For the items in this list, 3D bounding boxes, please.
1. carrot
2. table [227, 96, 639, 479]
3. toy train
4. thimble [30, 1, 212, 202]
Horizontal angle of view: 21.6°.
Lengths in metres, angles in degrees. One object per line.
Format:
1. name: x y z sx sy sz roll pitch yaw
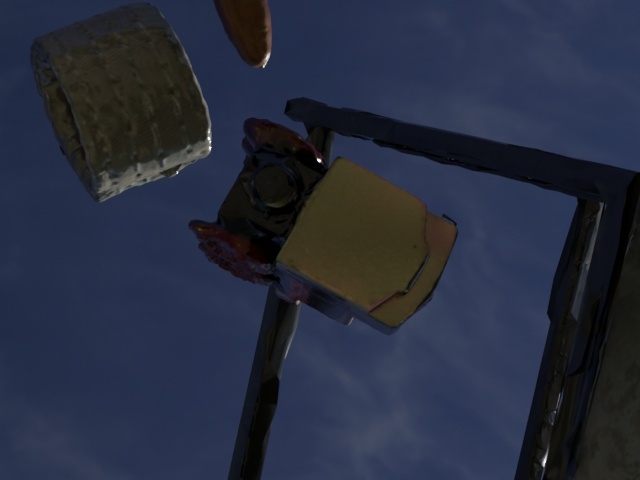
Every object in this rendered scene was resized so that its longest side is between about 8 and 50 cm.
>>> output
1. carrot: -0.065 -0.199 1.282 0.048 0.048 0.139 -19 -89 -11
2. table: 0.106 0.125 0.852 0.222 0.272 0.335 10 -85 -34
3. toy train: 0.000 0.000 0.610 0.087 0.138 0.050 30 -97 2
4. thimble: -0.127 -0.092 1.083 0.090 0.102 0.115 -22 -96 -16
